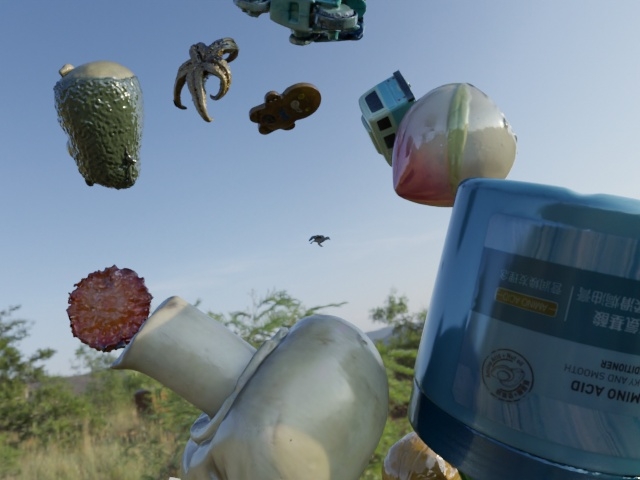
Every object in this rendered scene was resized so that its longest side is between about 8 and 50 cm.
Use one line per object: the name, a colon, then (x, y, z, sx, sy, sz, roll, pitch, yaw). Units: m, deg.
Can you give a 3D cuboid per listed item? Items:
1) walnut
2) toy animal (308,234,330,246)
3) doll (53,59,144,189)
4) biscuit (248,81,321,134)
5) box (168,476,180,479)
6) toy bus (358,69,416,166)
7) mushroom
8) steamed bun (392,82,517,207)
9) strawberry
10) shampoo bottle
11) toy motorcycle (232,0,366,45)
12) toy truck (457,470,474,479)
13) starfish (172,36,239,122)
walnut: (0.245, 0.552, 1.237, 0.193, 0.193, 0.225, -21, 1, 38)
toy animal: (0.000, 0.001, 1.283, 0.050, 0.028, 0.084, 12, 3, 10)
doll: (-0.606, -0.314, 1.454, 0.247, 0.350, 0.247, -4, 21, 2)
biscuit: (-0.107, -0.414, 1.646, 0.236, 0.039, 0.180, -26, -30, 10)
box: (-0.322, 0.594, 1.043, 0.029, 0.199, 0.109, 14, 3, -7)
toy bus: (0.217, -0.323, 1.493, 0.164, 0.133, 0.271, -26, -36, 10)
mushroom: (-0.091, 0.199, 0.671, 0.336, 0.315, 0.314, 36, -22, -3)
steamed bun: (0.296, -0.206, 1.276, 0.308, 0.310, 0.309, -9, -14, -2)
strawberry: (-0.524, 0.194, 1.377, 0.233, 0.234, 0.178, -10, -21, 1)
shampoo bottle: (0.310, 0.110, 0.693, 0.330, 0.343, 0.331, 11, 6, -1)
toy motorcycle: (-0.031, -0.489, 1.069, 0.259, 0.206, 0.154, 16, -46, 10)
toy truck: (0.390, 0.426, 1.114, 0.242, 0.125, 0.101, -34, -17, -2)
starfish: (-0.231, -0.314, 1.022, 0.146, 0.190, 0.074, -7, -29, 23)
